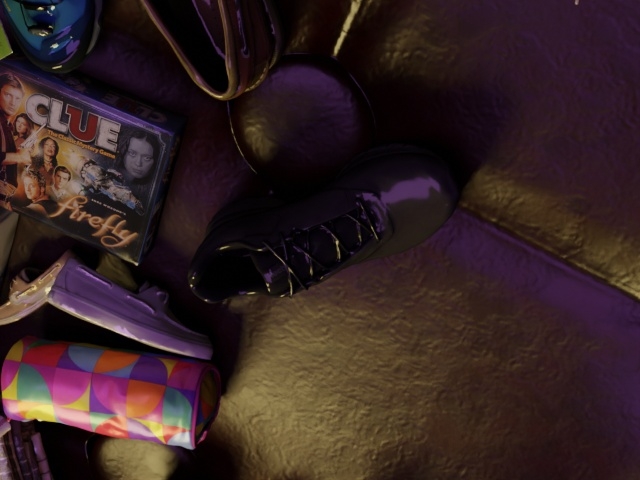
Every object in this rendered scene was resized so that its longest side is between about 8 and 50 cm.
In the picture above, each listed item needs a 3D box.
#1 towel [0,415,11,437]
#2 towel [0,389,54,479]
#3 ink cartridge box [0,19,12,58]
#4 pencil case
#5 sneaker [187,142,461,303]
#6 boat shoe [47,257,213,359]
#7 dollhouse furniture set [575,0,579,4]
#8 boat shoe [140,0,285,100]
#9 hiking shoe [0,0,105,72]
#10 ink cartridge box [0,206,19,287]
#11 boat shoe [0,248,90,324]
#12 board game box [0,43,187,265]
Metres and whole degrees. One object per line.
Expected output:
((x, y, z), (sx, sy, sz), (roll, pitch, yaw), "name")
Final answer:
((-0.450, 0.208, 1.518), (0.197, 0.144, 0.029), (25, 147, 41), "towel")
((-0.421, 0.323, 1.599), (0.235, 0.121, 0.283), (-6, 105, 21), "towel")
((-0.398, -0.259, 1.248), (0.189, 0.097, 0.255), (-10, 105, 56), "ink cartridge box")
((-0.227, 0.163, 1.481), (0.236, 0.104, 0.104), (7, 119, 14), "pencil case")
((0.000, 0.000, 1.300), (0.286, 0.130, 0.109), (-22, 106, 26), "sneaker")
((-0.192, 0.072, 1.442), (0.184, 0.066, 0.063), (23, 82, -9), "boat shoe")
((0.213, -0.252, 1.118), (0.091, 0.081, 0.114), (15, 121, 11), "dollhouse furniture set")
((-0.126, -0.271, 1.211), (0.111, 0.104, 0.307), (-22, 108, 28), "boat shoe")
((-0.281, -0.286, 1.240), (0.113, 0.132, 0.304), (1, 117, 19), "hiking shoe")
((-0.451, 0.049, 1.457), (0.171, 0.168, 0.232), (24, 121, 6), "ink cartridge box")
((-0.308, 0.049, 1.482), (0.135, 0.050, 0.045), (-27, 103, 18), "boat shoe")
((-0.269, -0.094, 1.392), (0.243, 0.042, 0.165), (23, 122, 6), "board game box")
